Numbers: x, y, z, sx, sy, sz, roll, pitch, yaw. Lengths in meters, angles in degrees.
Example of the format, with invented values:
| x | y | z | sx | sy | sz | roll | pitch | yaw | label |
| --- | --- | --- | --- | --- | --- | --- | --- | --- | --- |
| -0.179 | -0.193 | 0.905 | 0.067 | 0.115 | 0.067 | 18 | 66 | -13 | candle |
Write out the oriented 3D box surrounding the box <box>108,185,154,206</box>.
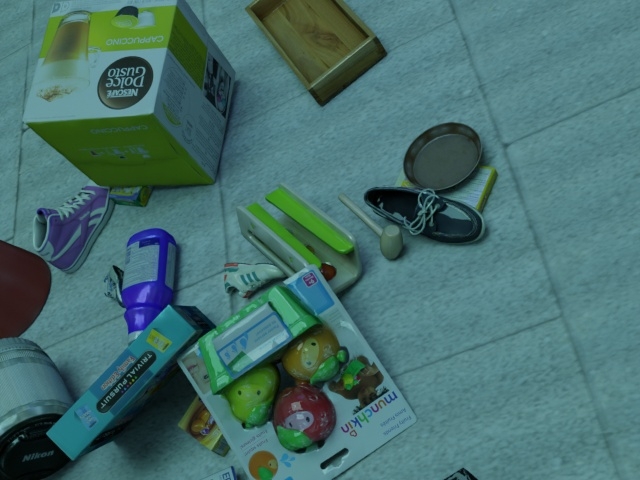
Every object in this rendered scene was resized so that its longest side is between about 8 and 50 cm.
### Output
| x | y | z | sx | sy | sz | roll | pitch | yaw | label |
| --- | --- | --- | --- | --- | --- | --- | --- | --- | --- |
| -0.465 | -0.176 | 2.190 | 0.105 | 0.043 | 0.179 | 6 | 64 | 33 | box |

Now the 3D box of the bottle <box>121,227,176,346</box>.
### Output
| x | y | z | sx | sy | sz | roll | pitch | yaw | label |
| --- | --- | --- | --- | --- | --- | --- | --- | --- | --- |
| -0.394 | 0.111 | 1.936 | 0.118 | 0.092 | 0.283 | -18 | 54 | 22 | bottle |

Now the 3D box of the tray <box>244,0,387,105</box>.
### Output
| x | y | z | sx | sy | sz | roll | pitch | yaw | label |
| --- | --- | --- | --- | --- | --- | --- | --- | --- | --- |
| -0.020 | -0.523 | 2.113 | 0.203 | 0.076 | 0.411 | -38 | 50 | 5 | tray |

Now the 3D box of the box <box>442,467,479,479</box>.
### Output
| x | y | z | sx | sy | sz | roll | pitch | yaw | label |
| --- | --- | --- | --- | --- | --- | --- | --- | --- | --- |
| 0.241 | 0.455 | 1.296 | 0.093 | 0.158 | 0.156 | -34 | 50 | 8 | box |

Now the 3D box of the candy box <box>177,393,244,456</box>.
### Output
| x | y | z | sx | sy | sz | roll | pitch | yaw | label |
| --- | --- | --- | --- | --- | --- | --- | --- | --- | --- |
| -0.190 | 0.324 | 1.709 | 0.109 | 0.053 | 0.187 | 26 | 79 | 37 | candy box |

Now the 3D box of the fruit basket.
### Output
| x | y | z | sx | sy | sz | roll | pitch | yaw | label |
| --- | --- | --- | --- | --- | --- | --- | --- | --- | --- |
| -0.053 | 0.271 | 1.562 | 0.327 | 0.165 | 0.353 | -34 | 72 | 5 | fruit basket |

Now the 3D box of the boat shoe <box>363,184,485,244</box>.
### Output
| x | y | z | sx | sy | sz | roll | pitch | yaw | label |
| --- | --- | --- | --- | --- | --- | --- | --- | --- | --- |
| 0.200 | -0.057 | 1.668 | 0.254 | 0.079 | 0.095 | 25 | 98 | 34 | boat shoe |

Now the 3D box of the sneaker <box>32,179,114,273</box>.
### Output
| x | y | z | sx | sy | sz | roll | pitch | yaw | label |
| --- | --- | --- | --- | --- | --- | --- | --- | --- | --- |
| -0.628 | -0.074 | 2.149 | 0.102 | 0.161 | 0.282 | 2 | 62 | 34 | sneaker |

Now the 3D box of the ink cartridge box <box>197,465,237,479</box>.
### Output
| x | y | z | sx | sy | sz | roll | pitch | yaw | label |
| --- | --- | --- | --- | --- | --- | --- | --- | --- | --- |
| -0.263 | 0.619 | 1.536 | 0.330 | 0.071 | 0.324 | -21 | 48 | -3 | ink cartridge box |

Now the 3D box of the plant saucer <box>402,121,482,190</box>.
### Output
| x | y | z | sx | sy | sz | roll | pitch | yaw | label |
| --- | --- | --- | --- | --- | --- | --- | --- | --- | --- |
| 0.250 | -0.165 | 1.723 | 0.168 | 0.029 | 0.168 | -16 | 53 | 22 | plant saucer |

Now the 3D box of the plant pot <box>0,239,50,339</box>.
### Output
| x | y | z | sx | sy | sz | roll | pitch | yaw | label |
| --- | --- | --- | --- | --- | --- | --- | --- | --- | --- |
| -0.866 | 0.098 | 2.133 | 0.275 | 0.243 | 0.275 | -15 | 55 | 23 | plant pot |

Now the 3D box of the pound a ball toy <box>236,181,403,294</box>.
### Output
| x | y | z | sx | sy | sz | roll | pitch | yaw | label |
| --- | --- | --- | --- | --- | --- | --- | --- | --- | --- |
| 0.000 | 0.000 | 1.764 | 0.208 | 0.136 | 0.319 | -31 | 45 | -22 | pound a ball toy |

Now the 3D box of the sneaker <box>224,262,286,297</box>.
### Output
| x | y | z | sx | sy | sz | roll | pitch | yaw | label |
| --- | --- | --- | --- | --- | --- | --- | --- | --- | --- |
| -0.141 | 0.088 | 1.831 | 0.161 | 0.057 | 0.075 | 1 | 81 | 29 | sneaker |

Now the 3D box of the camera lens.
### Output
| x | y | z | sx | sy | sz | roll | pitch | yaw | label |
| --- | --- | --- | --- | --- | --- | --- | --- | --- | --- |
| -0.656 | 0.372 | 1.851 | 0.219 | 0.219 | 0.274 | -44 | 49 | 1 | camera lens |

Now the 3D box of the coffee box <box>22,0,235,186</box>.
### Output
| x | y | z | sx | sy | sz | roll | pitch | yaw | label |
| --- | --- | --- | --- | --- | --- | --- | --- | --- | --- |
| -0.442 | -0.347 | 2.033 | 0.337 | 0.338 | 0.334 | 0 | 67 | 18 | coffee box |

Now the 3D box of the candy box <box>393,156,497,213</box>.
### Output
| x | y | z | sx | sy | sz | roll | pitch | yaw | label |
| --- | --- | --- | --- | --- | --- | --- | --- | --- | --- |
| 0.248 | -0.113 | 1.727 | 0.206 | 0.027 | 0.105 | 13 | 72 | 37 | candy box |

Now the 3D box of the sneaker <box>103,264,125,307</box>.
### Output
| x | y | z | sx | sy | sz | roll | pitch | yaw | label |
| --- | --- | --- | --- | --- | --- | --- | --- | --- | --- |
| -0.483 | 0.121 | 2.020 | 0.058 | 0.052 | 0.135 | -46 | 41 | 12 | sneaker |

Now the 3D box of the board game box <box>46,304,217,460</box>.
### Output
| x | y | z | sx | sy | sz | roll | pitch | yaw | label |
| --- | --- | --- | --- | --- | --- | --- | --- | --- | --- |
| -0.367 | 0.278 | 1.717 | 0.079 | 0.254 | 0.336 | 43 | 89 | 6 | board game box |
